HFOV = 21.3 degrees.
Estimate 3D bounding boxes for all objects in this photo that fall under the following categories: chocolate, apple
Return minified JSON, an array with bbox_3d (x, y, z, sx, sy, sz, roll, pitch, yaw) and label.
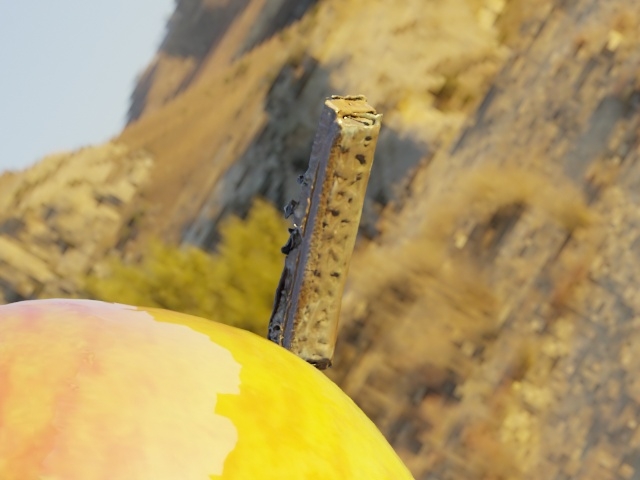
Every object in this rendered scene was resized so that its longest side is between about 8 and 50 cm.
[{"bbox_3d":[0.006,0.002,1.891,0.102,0.065,0.329,-4,-70,-48],"label":"chocolate"},{"bbox_3d":[-0.082,0.159,0.553,0.301,0.301,0.301,-59,4,6],"label":"apple"}]

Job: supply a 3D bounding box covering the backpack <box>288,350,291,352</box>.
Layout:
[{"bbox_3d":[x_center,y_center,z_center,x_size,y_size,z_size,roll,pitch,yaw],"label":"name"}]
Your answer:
[{"bbox_3d":[-0.052,0.140,0.970,0.106,0.120,0.165,-35,-49,-73],"label":"backpack"}]
